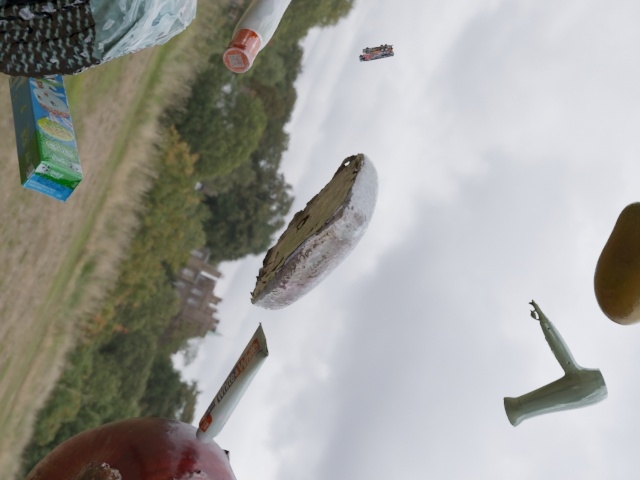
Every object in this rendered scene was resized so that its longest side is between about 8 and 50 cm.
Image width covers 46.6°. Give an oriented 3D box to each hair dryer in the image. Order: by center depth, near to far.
[{"bbox_3d":[0.450,0.240,1.517,0.075,0.206,0.237,13,58,-74],"label":"hair dryer"}]

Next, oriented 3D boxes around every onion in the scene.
[{"bbox_3d":[-0.258,0.406,1.055,0.341,0.341,0.341,-60,-169,21],"label":"onion"}]

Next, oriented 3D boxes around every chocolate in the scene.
[{"bbox_3d":[0.000,0.000,1.189,0.303,0.100,0.185,-49,-170,39],"label":"chocolate"}]

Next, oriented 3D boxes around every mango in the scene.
[{"bbox_3d":[0.561,0.040,1.330,0.136,0.099,0.228,6,-99,58],"label":"mango"}]

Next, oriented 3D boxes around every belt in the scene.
[{"bbox_3d":[-0.245,-0.268,0.709,0.257,0.207,0.150,-10,-156,21],"label":"belt"}]

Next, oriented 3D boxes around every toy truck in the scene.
[{"bbox_3d":[0.129,-0.434,1.722,0.024,0.083,0.032,-89,168,-45],"label":"toy truck"}]

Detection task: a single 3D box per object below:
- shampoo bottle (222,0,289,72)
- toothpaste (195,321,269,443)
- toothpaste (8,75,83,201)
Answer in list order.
[{"bbox_3d":[-0.090,-0.327,1.103,0.108,0.051,0.221,-38,-157,44],"label":"shampoo bottle"},{"bbox_3d":[-0.114,0.194,0.972,0.218,0.033,0.052,-58,-145,33],"label":"toothpaste"},{"bbox_3d":[-0.388,-0.162,1.043,0.050,0.065,0.267,-44,-135,19],"label":"toothpaste"}]
